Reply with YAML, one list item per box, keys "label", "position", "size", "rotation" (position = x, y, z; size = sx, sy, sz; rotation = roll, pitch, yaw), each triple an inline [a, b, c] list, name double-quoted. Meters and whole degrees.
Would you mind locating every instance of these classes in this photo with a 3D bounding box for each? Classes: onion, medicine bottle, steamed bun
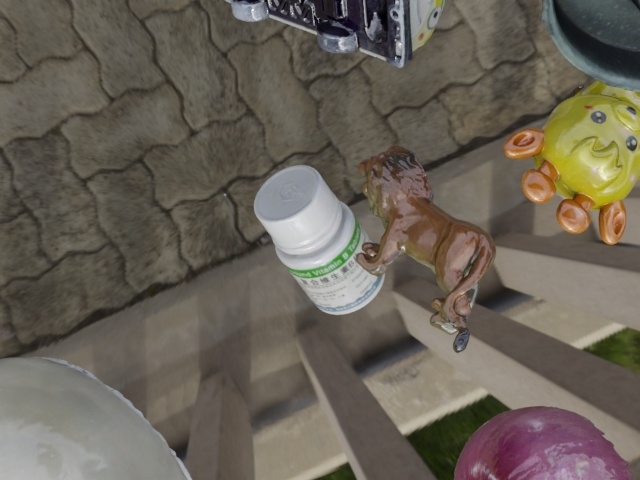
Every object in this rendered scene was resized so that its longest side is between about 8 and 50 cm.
- label: "onion"
  position: [0.336, 0.454, 1.550]
  size: [0.344, 0.358, 0.358]
  rotation: [-23, 95, 5]
- label: "medicine bottle"
  position: [0.000, 0.000, 1.523]
  size: [0.139, 0.139, 0.237]
  rotation: [-36, 133, -3]
- label: "steamed bun"
  position: [-0.263, 0.267, 0.854]
  size: [0.324, 0.324, 0.206]
  rotation: [51, 44, -6]

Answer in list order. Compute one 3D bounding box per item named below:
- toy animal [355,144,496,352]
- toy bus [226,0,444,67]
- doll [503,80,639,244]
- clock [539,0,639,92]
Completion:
- label: "toy animal"
  position: [0.132, -0.006, 1.227]
  size: [0.097, 0.312, 0.158]
  rotation: [9, 112, -43]
- label: "toy bus"
  position: [0.019, -0.331, 1.130]
  size: [0.179, 0.305, 0.143]
  rotation: [-40, 141, -32]
- label: "doll"
  position: [0.267, -0.093, 0.965]
  size: [0.143, 0.135, 0.221]
  rotation: [41, 53, -2]
- label: "clock"
  position: [0.317, -0.226, 0.602]
  size: [0.386, 0.386, 0.076]
  rotation: [-8, 67, -5]
